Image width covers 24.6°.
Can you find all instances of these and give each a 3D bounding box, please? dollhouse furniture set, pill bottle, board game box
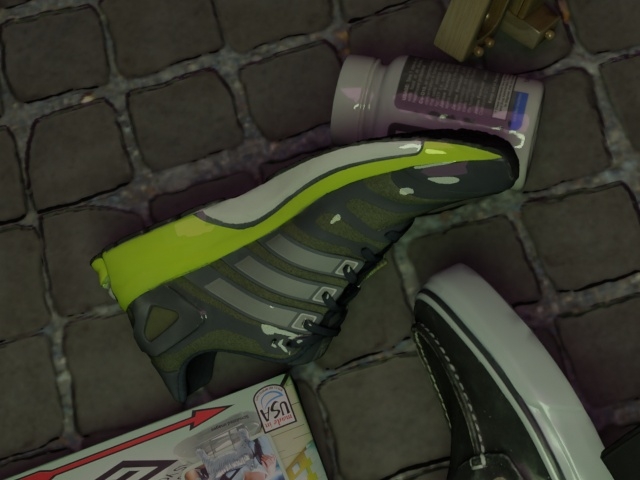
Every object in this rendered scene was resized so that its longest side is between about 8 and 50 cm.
[{"bbox_3d":[0.185,-0.182,0.994,0.123,0.144,0.151,35,43,15],"label":"dollhouse furniture set"},{"bbox_3d":[0.080,-0.084,1.008,0.137,0.078,0.078,12,74,9],"label":"pill bottle"},{"bbox_3d":[-0.130,0.240,0.945,0.317,0.046,0.213,-21,71,-1],"label":"board game box"}]

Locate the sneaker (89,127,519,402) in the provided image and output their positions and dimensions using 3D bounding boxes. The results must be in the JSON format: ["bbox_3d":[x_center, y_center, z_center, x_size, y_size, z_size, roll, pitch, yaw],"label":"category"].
[{"bbox_3d":[-0.002,0.012,0.954,0.300,0.111,0.121,-22,89,26],"label":"sneaker"}]

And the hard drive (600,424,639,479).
[{"bbox_3d":[0.323,0.225,0.815,0.064,0.237,0.339,-44,67,38],"label":"hard drive"}]

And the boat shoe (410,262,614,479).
[{"bbox_3d":[0.122,0.176,0.897,0.119,0.121,0.335,-25,74,-6],"label":"boat shoe"}]

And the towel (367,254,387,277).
[{"bbox_3d":[0.000,0.000,1.026,0.060,0.009,0.083,-36,72,-7],"label":"towel"}]
